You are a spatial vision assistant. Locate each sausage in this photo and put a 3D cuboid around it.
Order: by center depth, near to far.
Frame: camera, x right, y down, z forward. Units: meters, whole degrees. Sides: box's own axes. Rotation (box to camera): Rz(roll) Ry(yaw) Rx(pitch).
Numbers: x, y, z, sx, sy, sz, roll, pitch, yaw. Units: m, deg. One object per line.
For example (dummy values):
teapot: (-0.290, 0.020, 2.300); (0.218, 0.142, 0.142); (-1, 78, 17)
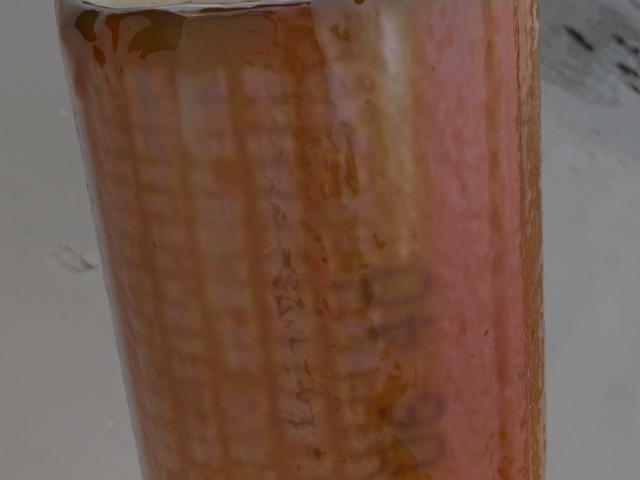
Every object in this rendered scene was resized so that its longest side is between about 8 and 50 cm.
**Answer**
sausage: (0.000, 0.000, 0.522); (0.233, 0.233, 0.287); (-63, 149, -66)
